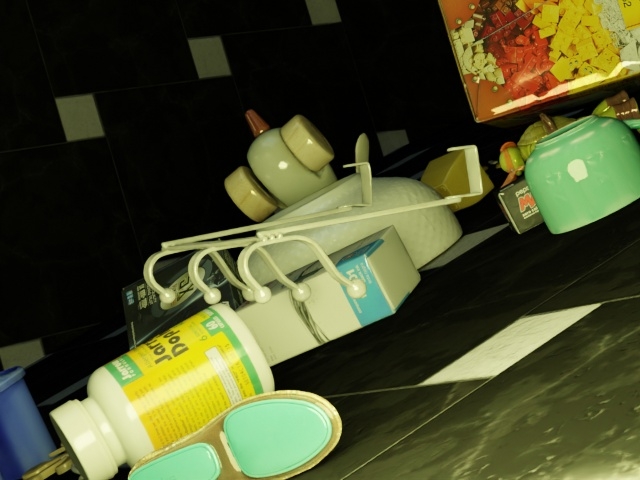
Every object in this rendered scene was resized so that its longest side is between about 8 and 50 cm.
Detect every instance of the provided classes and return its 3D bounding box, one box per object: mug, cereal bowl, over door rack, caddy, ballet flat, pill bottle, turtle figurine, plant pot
[{"bbox_3d":[0.300,-0.085,1.698,0.158,0.097,0.129,-31,6,-34],"label":"mug"},{"bbox_3d":[0.013,0.007,2.089,0.339,0.141,0.339,-29,5,3],"label":"cereal bowl"},{"bbox_3d":[0.000,0.000,1.688,0.324,0.108,0.239,-25,11,-31],"label":"over door rack"},{"bbox_3d":[-0.499,0.267,1.943,0.341,0.179,0.241,-25,7,31],"label":"caddy"},{"bbox_3d":[-0.064,0.168,1.243,0.206,0.073,0.067,-22,-7,25],"label":"ballet flat"},{"bbox_3d":[-0.161,0.160,1.552,0.208,0.117,0.117,-29,5,-16],"label":"pill bottle"},{"bbox_3d":[0.336,-0.142,2.149,0.217,0.087,0.269,-23,-2,6],"label":"turtle figurine"},{"bbox_3d":[0.200,-0.081,2.354,0.081,0.081,0.083,-23,17,41],"label":"plant pot"}]

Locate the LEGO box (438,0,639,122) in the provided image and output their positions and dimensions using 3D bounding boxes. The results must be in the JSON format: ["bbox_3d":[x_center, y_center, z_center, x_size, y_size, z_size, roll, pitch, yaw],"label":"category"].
[{"bbox_3d":[0.400,-0.306,2.229,0.372,0.193,0.500,-17,-1,13],"label":"LEGO box"}]

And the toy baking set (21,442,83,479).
[{"bbox_3d":[-0.242,0.234,1.779,0.256,0.030,0.197,-24,9,42],"label":"toy baking set"}]

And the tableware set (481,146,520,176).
[{"bbox_3d":[0.299,-0.121,2.566,0.154,0.024,0.104,-27,8,-7],"label":"tableware set"}]

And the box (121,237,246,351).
[{"bbox_3d":[-0.160,0.104,1.914,0.147,0.077,0.180,-27,36,7],"label":"box"}]

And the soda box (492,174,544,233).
[{"bbox_3d":[0.293,-0.071,1.821,0.169,0.060,0.053,-28,3,1],"label":"soda box"}]

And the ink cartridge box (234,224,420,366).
[{"bbox_3d":[0.007,0.068,1.809,0.190,0.082,0.139,-24,7,21],"label":"ink cartridge box"}]

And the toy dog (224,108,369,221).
[{"bbox_3d":[-0.021,-0.092,2.278,0.220,0.161,0.334,-26,-34,0],"label":"toy dog"}]
